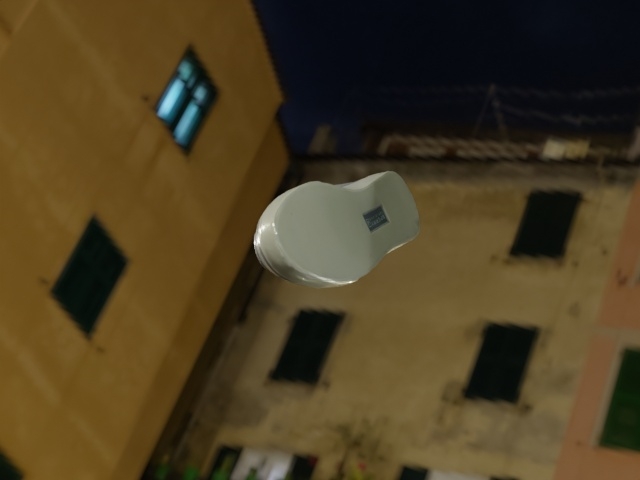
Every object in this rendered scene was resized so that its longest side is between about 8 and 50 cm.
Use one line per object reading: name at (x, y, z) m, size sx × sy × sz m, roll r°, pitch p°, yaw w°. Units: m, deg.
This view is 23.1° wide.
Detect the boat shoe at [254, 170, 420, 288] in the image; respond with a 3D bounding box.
boat shoe at (0.000, -0.001, 1.189) m, size 0.081 × 0.227 × 0.079 m, roll -23°, pitch -92°, yaw 28°
